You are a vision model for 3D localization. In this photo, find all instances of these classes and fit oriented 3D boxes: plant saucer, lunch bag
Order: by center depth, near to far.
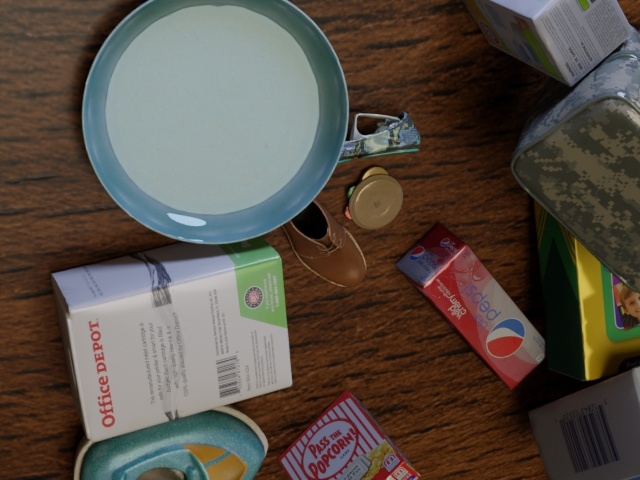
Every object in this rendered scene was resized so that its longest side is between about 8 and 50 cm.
[{"bbox_3d":[-0.125,-0.152,1.408,0.318,0.043,0.317,-4,110,-12],"label":"plant saucer"},{"bbox_3d":[0.417,-0.119,1.507,0.305,0.256,0.212,40,135,-14],"label":"lunch bag"}]

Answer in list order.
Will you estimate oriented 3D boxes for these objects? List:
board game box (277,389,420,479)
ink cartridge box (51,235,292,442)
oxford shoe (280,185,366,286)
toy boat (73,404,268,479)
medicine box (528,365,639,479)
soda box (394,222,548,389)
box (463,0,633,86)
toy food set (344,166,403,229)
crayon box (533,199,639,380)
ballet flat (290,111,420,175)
[{"bbox_3d":[0.036,0.318,1.645,0.147,0.193,0.045,-46,123,0],"label":"board game box"},{"bbox_3d":[-0.187,0.116,1.492,0.273,0.115,0.198,-13,118,-19],"label":"ink cartridge box"},{"bbox_3d":[0.000,0.000,1.549,0.076,0.076,0.212,-44,125,-2],"label":"oxford shoe"},{"bbox_3d":[-0.188,0.364,1.591,0.268,0.148,0.318,-13,118,-19],"label":"toy boat"},{"bbox_3d":[0.508,0.266,1.730,0.289,0.263,0.149,-7,72,-27],"label":"medicine box"},{"bbox_3d":[0.224,0.097,1.693,0.092,0.083,0.263,-44,124,0],"label":"soda box"},{"bbox_3d":[0.271,-0.289,1.457,0.103,0.203,0.114,-41,124,-1],"label":"box"},{"bbox_3d":[0.072,-0.053,1.588,0.082,0.020,0.083,-48,124,3],"label":"toy food set"},{"bbox_3d":[0.497,0.012,1.718,0.363,0.106,0.313,-10,99,-21],"label":"crayon box"},{"bbox_3d":[0.037,-0.129,1.519,0.188,0.070,0.070,-13,118,-21],"label":"ballet flat"}]
